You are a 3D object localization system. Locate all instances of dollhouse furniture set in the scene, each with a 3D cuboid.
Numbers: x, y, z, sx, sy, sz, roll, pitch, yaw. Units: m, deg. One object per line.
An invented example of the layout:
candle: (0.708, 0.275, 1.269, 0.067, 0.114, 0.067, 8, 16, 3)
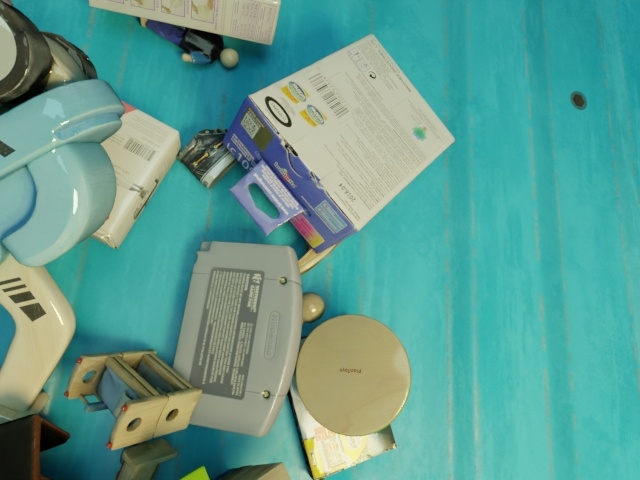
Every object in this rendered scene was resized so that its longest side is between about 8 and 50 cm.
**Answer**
dollhouse furniture set: (-0.291, 0.274, 0.613, 0.130, 0.129, 0.183, 25, 94, 31)

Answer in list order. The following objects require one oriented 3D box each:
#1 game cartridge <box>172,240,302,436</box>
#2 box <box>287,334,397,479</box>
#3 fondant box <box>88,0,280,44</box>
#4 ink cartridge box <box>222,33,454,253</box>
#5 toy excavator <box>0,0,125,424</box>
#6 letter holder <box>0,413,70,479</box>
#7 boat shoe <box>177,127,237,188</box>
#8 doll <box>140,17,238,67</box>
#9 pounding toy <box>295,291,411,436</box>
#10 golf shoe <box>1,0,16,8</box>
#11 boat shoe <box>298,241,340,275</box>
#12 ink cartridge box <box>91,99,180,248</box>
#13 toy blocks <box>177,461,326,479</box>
game cartridge: (-0.132, 0.150, 0.694, 0.198, 0.062, 0.296, 5, 75, 12)
box: (0.026, 0.279, 0.761, 0.159, 0.044, 0.232, -13, 82, -19)
fondant box: (-0.244, -0.519, 0.807, 0.331, 0.096, 0.238, 5, 60, -14)
ink cartridge box: (0.024, -0.167, 0.760, 0.270, 0.151, 0.395, 51, 55, -3)
toy excavator: (-0.399, 0.003, 0.549, 0.433, 0.222, 0.444, -32, 106, -4)
letter holder: (-0.477, 0.368, 0.537, 0.302, 0.214, 0.151, -14, 57, -14)
boat shoe: (-0.178, -0.188, 0.796, 0.083, 0.065, 0.183, 43, 71, -5)
doll: (-0.246, -0.405, 0.836, 0.189, 0.046, 0.129, 30, 72, -8)
pounding toy: (0.038, 0.210, 0.717, 0.237, 0.110, 0.182, 26, 81, 22)
golf shoe: (-0.585, -0.413, 0.726, 0.086, 0.067, 0.186, -36, 90, -19)
boat shoe: (0.000, 0.000, 0.812, 0.059, 0.063, 0.170, 47, 60, 1)
ink cartridge box: (-0.360, -0.117, 0.712, 0.159, 0.092, 0.217, 29, 70, -8)
toy blocks: (-0.201, 0.419, 0.554, 0.382, 0.261, 0.190, -16, 74, -40)
